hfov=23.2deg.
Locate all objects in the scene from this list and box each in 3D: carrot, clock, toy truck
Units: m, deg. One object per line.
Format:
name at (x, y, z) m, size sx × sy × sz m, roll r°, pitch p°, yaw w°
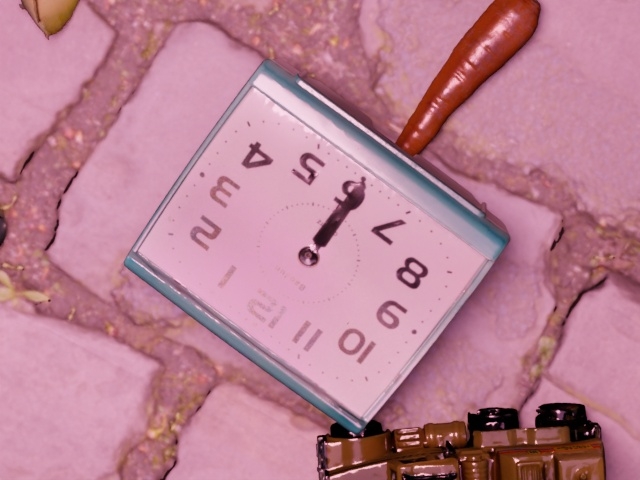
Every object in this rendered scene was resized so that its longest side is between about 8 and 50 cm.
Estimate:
carrot at (0.120, -0.137, 1.402) m, size 0.048 × 0.048 × 0.216 m, roll 40°, pitch 97°, yaw -1°
clock at (0.000, 0.000, 1.371) m, size 0.262 × 0.116 × 0.231 m, roll 36°, pitch 106°, yaw 0°
toy truck at (0.124, 0.219, 1.378) m, size 0.257 × 0.127 × 0.127 m, roll -4°, pitch 94°, yaw 4°

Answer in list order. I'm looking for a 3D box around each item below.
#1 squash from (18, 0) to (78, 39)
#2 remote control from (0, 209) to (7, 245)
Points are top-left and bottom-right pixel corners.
squash at (-0.231, -0.325, 1.362) m, size 0.169 × 0.093 × 0.252 m, roll -26°, pitch 92°, yaw 46°
remote control at (-0.388, 0.023, 1.413) m, size 0.222 × 0.042 × 0.072 m, roll -30°, pitch 94°, yaw 2°
